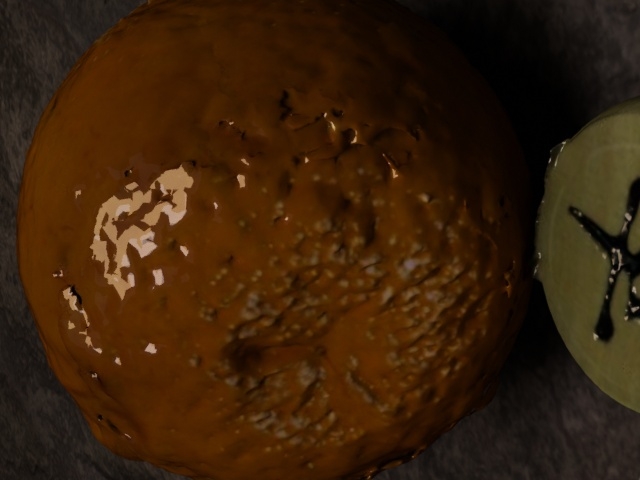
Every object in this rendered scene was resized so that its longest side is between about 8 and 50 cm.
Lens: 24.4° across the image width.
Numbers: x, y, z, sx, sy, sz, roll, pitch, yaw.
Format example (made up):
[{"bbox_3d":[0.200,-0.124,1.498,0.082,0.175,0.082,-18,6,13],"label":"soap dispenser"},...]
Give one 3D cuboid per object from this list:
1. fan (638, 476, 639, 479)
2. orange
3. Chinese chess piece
[{"bbox_3d":[0.267,0.279,0.890,0.182,0.010,0.310,-26,76,58],"label":"fan"},{"bbox_3d":[-0.031,-0.011,0.966,0.293,0.340,0.341,-112,25,-56],"label":"orange"},{"bbox_3d":[0.203,0.009,0.828,0.188,0.083,0.189,22,117,54],"label":"Chinese chess piece"}]
